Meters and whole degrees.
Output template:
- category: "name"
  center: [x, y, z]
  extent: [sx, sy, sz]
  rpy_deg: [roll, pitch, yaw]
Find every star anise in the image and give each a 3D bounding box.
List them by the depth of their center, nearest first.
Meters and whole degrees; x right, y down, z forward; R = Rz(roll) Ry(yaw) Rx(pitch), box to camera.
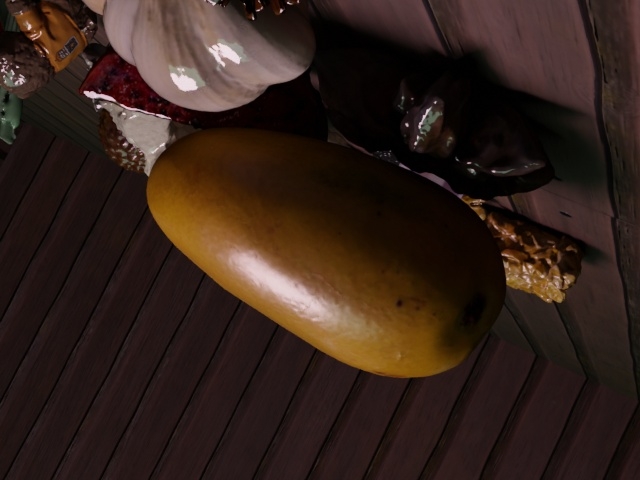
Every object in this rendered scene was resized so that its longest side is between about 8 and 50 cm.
- category: "star anise"
  center: [0.124, -0.129, 1.207]
  extent: [0.315, 0.108, 0.315]
  rpy_deg: [26, -178, -1]

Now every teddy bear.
- category: "teddy bear"
  center: [-0.428, -0.307, 1.657]
  extent: [0.140, 0.190, 0.177]
  rpy_deg: [31, 170, 19]
- category: "teddy bear"
  center: [-0.184, -0.217, 1.678]
  extent: [0.375, 0.362, 0.327]
  rpy_deg: [-27, 160, 37]

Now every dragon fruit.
- category: "dragon fruit"
  center: [-0.133, -0.228, 1.389]
  extent: [0.316, 0.152, 0.205]
  rpy_deg: [14, -166, -9]

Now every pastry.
- category: "pastry"
  center: [0.287, 0.011, 1.695]
  extent: [0.250, 0.102, 0.154]
  rpy_deg: [25, 172, 17]

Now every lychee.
- category: "lychee"
  center: [-0.314, -0.213, 1.955]
  extent: [0.238, 0.200, 0.200]
  rpy_deg: [24, 173, 15]

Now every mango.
- category: "mango"
  center: [0.000, 0.000, 1.264]
  extent: [0.445, 0.232, 0.300]
  rpy_deg: [25, 176, 8]

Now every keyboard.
- category: "keyboard"
  center: [0.119, -0.123, 1.691]
  extent: [0.060, 0.018, 0.195]
  rpy_deg: [16, 169, 45]

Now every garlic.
- category: "garlic"
  center: [-0.123, -0.228, 1.095]
  extent: [0.281, 0.185, 0.203]
  rpy_deg: [23, -171, 29]

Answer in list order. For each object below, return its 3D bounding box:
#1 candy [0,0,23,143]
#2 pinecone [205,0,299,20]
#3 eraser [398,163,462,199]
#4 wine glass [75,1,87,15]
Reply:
- category: "candy"
  center: [-0.593, -0.343, 1.709]
  extent: [0.172, 0.263, 0.398]
  rpy_deg: [10, 167, 24]
- category: "pinecone"
  center: [-0.056, -0.251, 0.907]
  extent: [0.140, 0.121, 0.140]
  rpy_deg: [21, 167, 5]
- category: "eraser"
  center: [0.162, -0.082, 1.626]
  extent: [0.105, 0.065, 0.026]
  rpy_deg: [27, 173, -13]
- category: "wine glass"
  center: [-0.249, -0.301, 1.560]
  extent: [0.198, 0.066, 0.066]
  rpy_deg: [28, 174, -23]
